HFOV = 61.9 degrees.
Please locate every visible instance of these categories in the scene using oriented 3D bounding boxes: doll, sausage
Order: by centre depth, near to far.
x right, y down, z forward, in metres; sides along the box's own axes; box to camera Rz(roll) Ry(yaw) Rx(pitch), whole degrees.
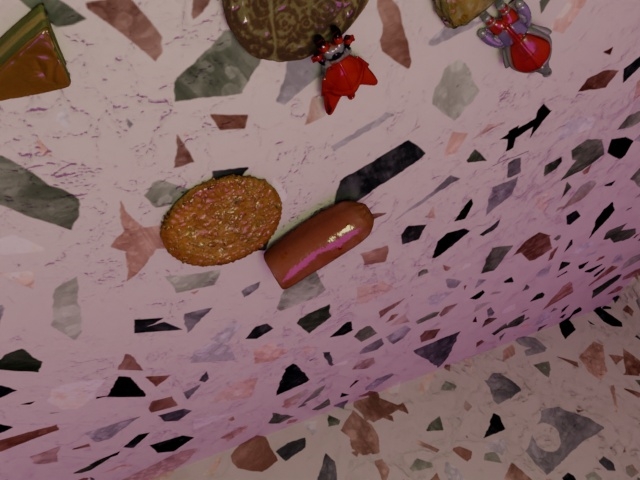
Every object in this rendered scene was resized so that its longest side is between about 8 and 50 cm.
[{"bbox_3d":[0.036,-0.285,0.895,0.109,0.057,0.169,-33,160,3],"label":"doll"},{"bbox_3d":[0.388,-0.377,1.025,0.227,0.075,0.102,22,136,-37],"label":"doll"},{"bbox_3d":[0.000,0.000,1.191,0.259,0.113,0.113,-33,145,4],"label":"sausage"}]

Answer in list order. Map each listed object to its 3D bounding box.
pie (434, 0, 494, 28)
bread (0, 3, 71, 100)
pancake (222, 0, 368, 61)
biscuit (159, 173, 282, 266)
[{"bbox_3d":[0.306,-0.468,0.864,0.282,0.068,0.128,-45,143,15],"label":"pie"},{"bbox_3d":[-0.398,-0.228,0.664,0.139,0.074,0.084,-17,143,-14],"label":"bread"},{"bbox_3d":[-0.029,-0.372,0.777,0.250,0.031,0.250,-19,144,-15],"label":"pancake"},{"bbox_3d":[-0.193,-0.032,1.083,0.254,0.035,0.254,-19,144,-15],"label":"biscuit"}]
